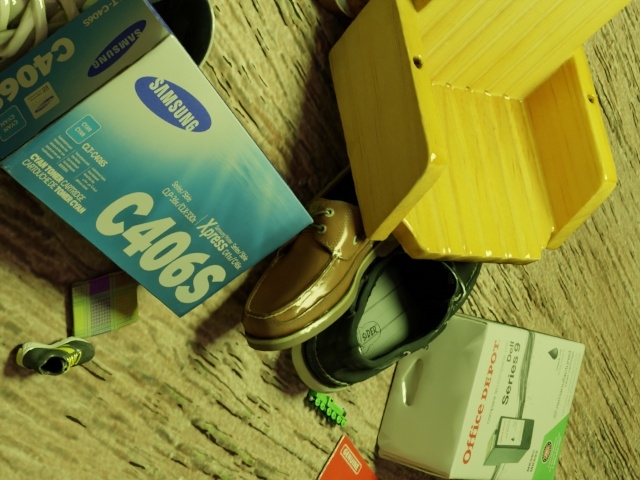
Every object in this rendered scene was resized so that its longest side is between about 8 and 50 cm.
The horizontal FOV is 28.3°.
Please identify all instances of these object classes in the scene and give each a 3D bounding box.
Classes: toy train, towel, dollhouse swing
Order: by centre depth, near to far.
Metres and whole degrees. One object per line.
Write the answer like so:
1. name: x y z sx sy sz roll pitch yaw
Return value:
1. towel: -0.207 0.060 1.220 0.083 0.009 0.060 -19 116 -47
2. dollhouse swing: 0.246 -0.170 1.412 0.347 0.305 0.315 4 68 -45
3. toy train: 0.009 0.201 1.532 0.083 0.017 0.023 45 55 -48

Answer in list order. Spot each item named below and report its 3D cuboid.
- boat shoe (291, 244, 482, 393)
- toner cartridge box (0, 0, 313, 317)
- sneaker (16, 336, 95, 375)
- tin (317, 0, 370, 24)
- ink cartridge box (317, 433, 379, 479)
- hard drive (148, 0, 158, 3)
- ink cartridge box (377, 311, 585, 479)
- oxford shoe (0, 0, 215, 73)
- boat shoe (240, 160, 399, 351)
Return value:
1. boat shoe: 0.112 0.062 1.515 0.340 0.113 0.127 -30 92 -39
2. toner cartridge box: -0.140 -0.061 1.095 0.165 0.075 0.348 -37 151 1
3. sneaker: -0.239 0.111 1.170 0.083 0.035 0.031 -3 116 -48
4. tin: 0.057 -0.291 1.425 0.190 0.040 0.106 18 91 -53
5. ink cartridge box: 0.042 0.418 1.607 0.239 0.060 0.275 -56 138 -23
6. hard drive: -0.151 -0.325 1.033 0.172 0.054 0.254 -31 89 -43
7. ink cartridge box: 0.223 0.214 1.721 0.289 0.122 0.211 15 89 -52
8. oxford shoe: -0.251 -0.193 0.991 0.449 0.130 0.169 -2 104 -50
9. boat shoe: 0.000 0.000 1.397 0.307 0.111 0.104 -48 132 -45
